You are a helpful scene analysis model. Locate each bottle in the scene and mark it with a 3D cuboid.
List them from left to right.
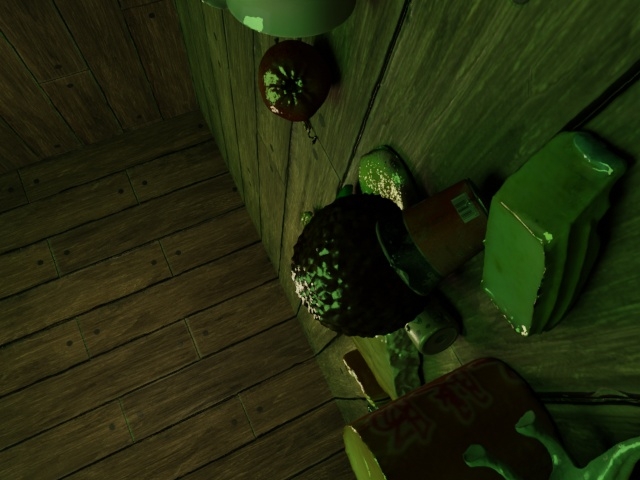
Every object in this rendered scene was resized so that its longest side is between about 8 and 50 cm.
[{"bbox_3d":[0.193,0.140,0.915,0.098,0.099,0.152,80,165,-45],"label":"bottle"}]

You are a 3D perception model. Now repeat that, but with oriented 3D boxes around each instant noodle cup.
[{"bbox_3d":[0.163,-0.011,0.628,0.127,0.136,0.127,42,-154,-26],"label":"instant noodle cup"}]

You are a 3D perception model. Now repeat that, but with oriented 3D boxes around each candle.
[{"bbox_3d":[-0.048,-0.329,1.227,0.026,0.021,0.167,146,99,-86],"label":"candle"}]

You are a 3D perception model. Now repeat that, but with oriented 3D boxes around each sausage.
[{"bbox_3d":[0.210,0.349,0.771,0.233,0.287,0.233,162,90,-73],"label":"sausage"}]

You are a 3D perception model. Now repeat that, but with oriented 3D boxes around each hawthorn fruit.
[{"bbox_3d":[-0.071,-0.366,1.019,0.285,0.165,0.165,-115,9,-54],"label":"hawthorn fruit"}]

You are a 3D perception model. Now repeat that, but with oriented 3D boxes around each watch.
[{"bbox_3d":[-0.068,-0.401,0.707,0.196,0.244,0.231,94,157,-62],"label":"watch"}]

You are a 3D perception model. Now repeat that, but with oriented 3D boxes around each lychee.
[{"bbox_3d":[0.070,0.050,0.811,0.260,0.261,0.260,60,165,28],"label":"lychee"}]

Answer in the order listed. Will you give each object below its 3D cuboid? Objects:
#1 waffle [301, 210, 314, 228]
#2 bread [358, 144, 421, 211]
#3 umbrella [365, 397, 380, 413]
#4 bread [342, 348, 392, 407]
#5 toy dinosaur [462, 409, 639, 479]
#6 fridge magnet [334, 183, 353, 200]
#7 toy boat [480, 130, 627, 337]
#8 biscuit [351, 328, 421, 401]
[{"bbox_3d":[0.000,0.000,1.510,0.208,0.054,0.214,29,146,64],"label":"waffle"},{"bbox_3d":[0.131,-0.078,0.919,0.228,0.034,0.228,157,90,-78],"label":"bread"},{"bbox_3d":[0.221,0.598,1.565,0.143,0.094,0.348,92,154,-51],"label":"umbrella"},{"bbox_3d":[0.158,0.424,1.464,0.200,0.116,0.077,-128,25,-47],"label":"bread"},{"bbox_3d":[0.307,0.305,0.580,0.205,0.092,0.393,47,124,11],"label":"toy dinosaur"},{"bbox_3d":[0.053,-0.025,1.065,0.208,0.088,0.207,-170,90,-89],"label":"fridge magnet"},{"bbox_3d":[0.243,0.013,0.527,0.276,0.084,0.111,80,163,-48],"label":"toy boat"},{"bbox_3d":[0.121,0.185,1.242,0.446,0.104,0.429,53,161,44],"label":"biscuit"}]
